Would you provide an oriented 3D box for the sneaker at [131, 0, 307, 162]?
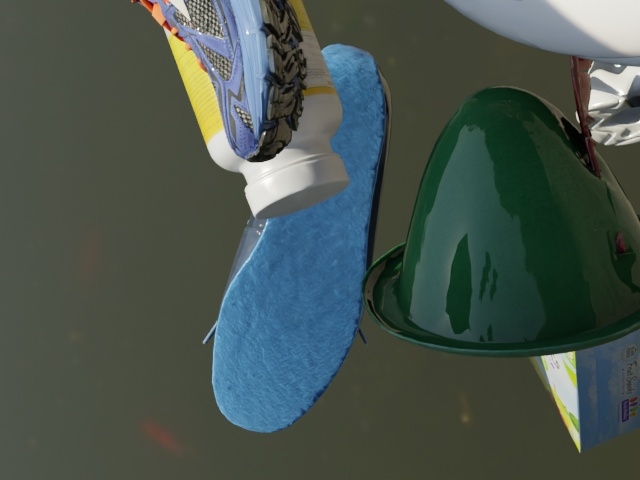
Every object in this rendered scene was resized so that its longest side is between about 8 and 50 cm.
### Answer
[{"bbox_3d":[-0.070,-0.143,0.959,0.087,0.083,0.221,-22,78,13],"label":"sneaker"}]

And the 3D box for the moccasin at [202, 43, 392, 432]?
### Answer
[{"bbox_3d":[0.000,0.000,1.491,0.137,0.117,0.342,20,103,-1],"label":"moccasin"}]

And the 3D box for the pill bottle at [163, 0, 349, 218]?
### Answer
[{"bbox_3d":[-0.045,-0.114,1.259,0.103,0.103,0.184,-32,75,52],"label":"pill bottle"}]

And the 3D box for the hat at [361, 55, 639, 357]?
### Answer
[{"bbox_3d":[0.095,-0.066,0.874,0.208,0.173,0.184,-95,-3,-68],"label":"hat"}]

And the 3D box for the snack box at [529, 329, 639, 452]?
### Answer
[{"bbox_3d":[0.209,0.052,1.512,0.174,0.070,0.207,76,170,-54],"label":"snack box"}]

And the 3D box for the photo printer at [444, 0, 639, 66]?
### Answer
[{"bbox_3d":[0.139,-0.229,0.727,0.256,0.107,0.308,30,108,57],"label":"photo printer"}]

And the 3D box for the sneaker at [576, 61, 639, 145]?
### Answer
[{"bbox_3d":[0.358,-0.183,1.627,0.235,0.094,0.153,-14,52,35],"label":"sneaker"}]
